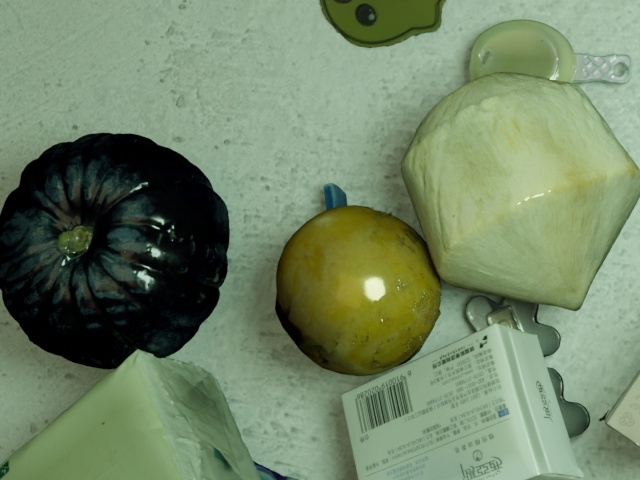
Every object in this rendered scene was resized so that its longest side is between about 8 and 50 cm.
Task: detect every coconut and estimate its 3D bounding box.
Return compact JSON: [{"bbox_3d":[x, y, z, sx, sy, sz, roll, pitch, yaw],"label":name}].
[{"bbox_3d":[0.265,-0.052,1.458,0.329,0.329,0.329,-3,81,20],"label":"coconut"}]

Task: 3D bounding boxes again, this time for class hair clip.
[{"bbox_3d":[0.276,0.189,1.539,0.146,0.075,0.257,-27,66,31],"label":"hair clip"}]

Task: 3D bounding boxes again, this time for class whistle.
[{"bbox_3d":[0.000,0.000,1.662,0.090,0.090,0.158,-14,66,18],"label":"whistle"}]

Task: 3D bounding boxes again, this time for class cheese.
[{"bbox_3d":[0.325,-0.245,1.584,0.227,0.064,0.137,5,86,20],"label":"cheese"}]

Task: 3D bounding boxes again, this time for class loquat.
[{"bbox_3d":[0.052,0.071,1.518,0.235,0.235,0.235,-3,81,20],"label":"loquat"}]

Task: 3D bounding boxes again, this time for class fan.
[{"bbox_3d":[0.076,-0.439,1.732,0.229,0.011,0.335,-44,72,10],"label":"fan"}]

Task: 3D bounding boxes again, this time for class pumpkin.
[{"bbox_3d":[-0.310,0.014,1.675,0.363,0.266,0.363,-4,76,18],"label":"pumpkin"}]

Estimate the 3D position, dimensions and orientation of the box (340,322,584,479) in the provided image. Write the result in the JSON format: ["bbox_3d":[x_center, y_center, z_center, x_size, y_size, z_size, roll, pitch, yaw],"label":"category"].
[{"bbox_3d":[0.179,0.258,1.484,0.274,0.116,0.203,-30,60,32],"label":"box"}]

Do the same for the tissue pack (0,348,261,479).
[{"bbox_3d":[-0.288,0.383,1.606,0.380,0.207,0.297,-40,55,16],"label":"tissue pack"}]

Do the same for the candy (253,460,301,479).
[{"bbox_3d":[-0.021,0.403,1.619,0.275,0.070,0.145,9,92,17],"label":"candy"}]

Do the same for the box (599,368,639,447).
[{"bbox_3d":[0.452,0.165,1.377,0.106,0.251,0.203,34,94,19],"label":"box"}]
